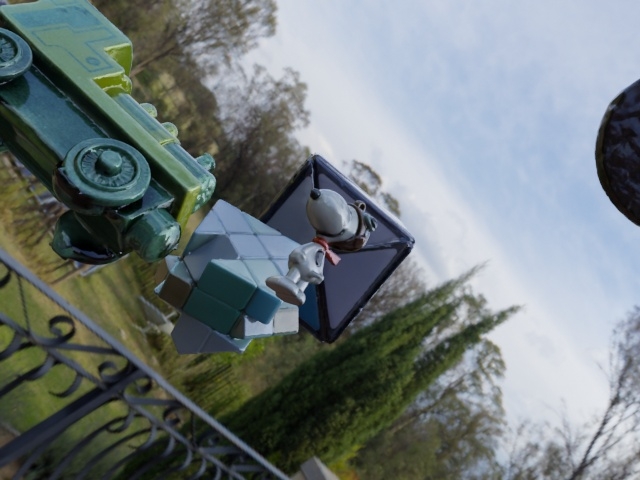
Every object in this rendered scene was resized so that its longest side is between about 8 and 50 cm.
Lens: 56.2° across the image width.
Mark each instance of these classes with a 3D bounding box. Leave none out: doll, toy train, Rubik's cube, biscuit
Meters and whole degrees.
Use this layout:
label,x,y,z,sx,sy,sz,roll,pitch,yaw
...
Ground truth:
label,x,y,z,sx,sy,sz,roll,pitch,yaw
doll,0.002,0.005,0.403,0.040,0.085,0.058,10,-13,45
toy train,-0.265,-0.128,0.701,0.369,0.237,0.150,43,-47,11
Rubik's cube,0.004,0.008,1.364,0.305,0.310,0.307,40,9,-6
biscuit,0.850,-0.208,1.400,0.407,0.407,0.091,58,6,5
Rubik's cube,-0.153,0.085,1.044,0.265,0.213,0.224,30,30,-4
